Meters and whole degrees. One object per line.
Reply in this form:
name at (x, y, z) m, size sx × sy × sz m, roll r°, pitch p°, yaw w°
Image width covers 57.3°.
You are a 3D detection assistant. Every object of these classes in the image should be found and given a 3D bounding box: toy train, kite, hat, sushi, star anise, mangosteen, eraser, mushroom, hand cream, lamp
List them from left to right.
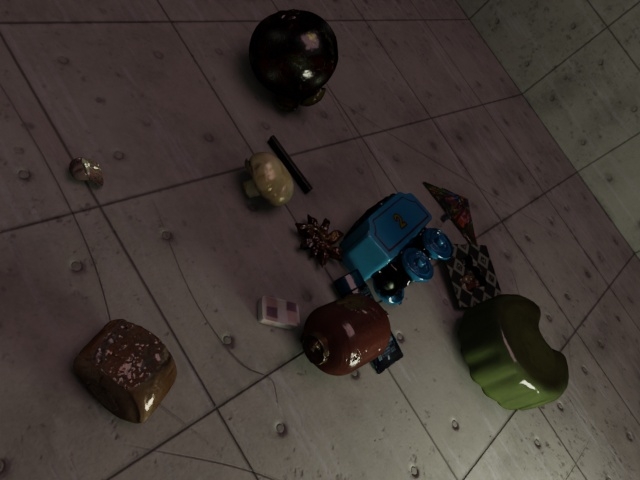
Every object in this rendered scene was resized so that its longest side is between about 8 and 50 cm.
hat at (-0.510, -0.145, 1.268) m, size 0.087 × 0.042 × 0.058 m, roll 42°, pitch 31°, yaw -66°
mushroom at (-0.142, -0.156, 1.539) m, size 0.154 × 0.122 × 0.154 m, roll 58°, pitch 4°, yaw -6°
eraser at (-0.101, 0.174, 1.404) m, size 0.105 × 0.026 × 0.065 m, roll 16°, pitch 50°, yaw -32°
mangosteen at (-0.079, -0.547, 1.765) m, size 0.288 × 0.288 × 0.288 m, roll 22°, pitch 49°, yaw -28°
star anise at (0.000, 0.000, 1.592) m, size 0.167 × 0.057 × 0.168 m, roll 23°, pitch 52°, yaw -33°
lamp at (0.056, 0.224, 1.407) m, size 0.258 × 0.180 × 0.180 m, roll -16°, pitch 73°, yaw -44°
hand cream at (0.129, 0.211, 1.561) m, size 0.120 × 0.061 × 0.271 m, roll -23°, pitch 83°, yaw -45°
toy train at (0.218, 0.013, 1.682) m, size 0.265 × 0.188 × 0.300 m, roll 48°, pitch 43°, yaw 3°
kite at (0.496, -0.106, 2.130) m, size 0.321 × 0.016 × 0.234 m, roll 53°, pitch 40°, yaw 1°
sushi at (0.491, 0.121, 1.942) m, size 0.231 × 0.047 × 0.220 m, roll 2°, pitch 65°, yaw -35°

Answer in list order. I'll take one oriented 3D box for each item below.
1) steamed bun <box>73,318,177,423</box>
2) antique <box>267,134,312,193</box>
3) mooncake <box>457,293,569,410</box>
steamed bun at (-0.352, 0.233, 1.084) m, size 0.175 × 0.106 × 0.145 m, roll 43°, pitch 43°, yaw -6°
antique at (-0.089, -0.218, 1.685) m, size 0.015 × 0.031 × 0.192 m, roll -33°, pitch 86°, yaw -41°
mooncake at (0.572, 0.336, 1.760) m, size 0.351 × 0.187 × 0.352 m, roll 25°, pitch 49°, yaw -32°
